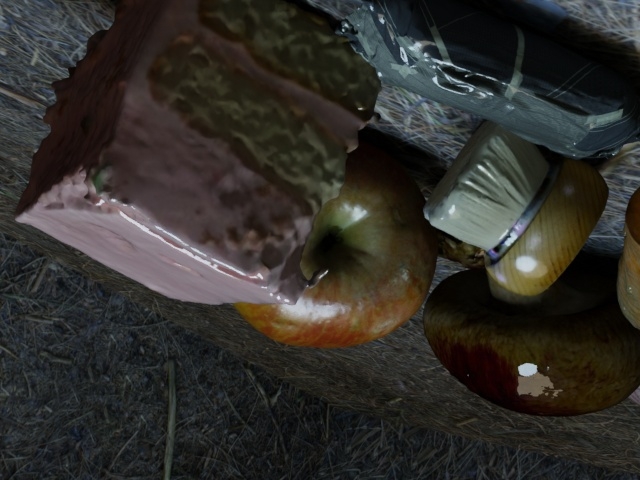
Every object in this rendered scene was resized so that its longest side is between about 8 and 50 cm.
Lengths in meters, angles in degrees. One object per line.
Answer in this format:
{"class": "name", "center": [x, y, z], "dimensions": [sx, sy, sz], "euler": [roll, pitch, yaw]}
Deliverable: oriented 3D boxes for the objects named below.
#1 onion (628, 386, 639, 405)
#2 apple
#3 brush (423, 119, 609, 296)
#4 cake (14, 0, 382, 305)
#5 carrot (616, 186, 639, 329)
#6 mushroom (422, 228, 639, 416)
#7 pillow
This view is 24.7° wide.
{"class": "onion", "center": [0.543, 0.211, 2.352], "dimensions": [0.195, 0.140, 0.218], "euler": [22, 167, 0]}
{"class": "apple", "center": [0.000, 0.000, 1.930], "dimensions": [0.301, 0.302, 0.301], "euler": [17, 167, 4]}
{"class": "brush", "center": [0.223, -0.046, 1.741], "dimensions": [0.166, 0.174, 0.267], "euler": [33, -176, -2]}
{"class": "cake", "center": [-0.144, -0.112, 1.612], "dimensions": [0.293, 0.307, 0.314], "euler": [26, 164, -23]}
{"class": "carrot", "center": [0.428, 0.025, 1.778], "dimensions": [0.138, 0.139, 0.302], "euler": [15, 166, 15]}
{"class": "mushroom", "center": [0.293, 0.080, 2.066], "dimensions": [0.334, 0.356, 0.331], "euler": [-17, -178, -28]}
{"class": "pillow", "center": [0.179, -0.161, 1.447], "dimensions": [0.335, 0.093, 0.161], "euler": [20, 172, -11]}
